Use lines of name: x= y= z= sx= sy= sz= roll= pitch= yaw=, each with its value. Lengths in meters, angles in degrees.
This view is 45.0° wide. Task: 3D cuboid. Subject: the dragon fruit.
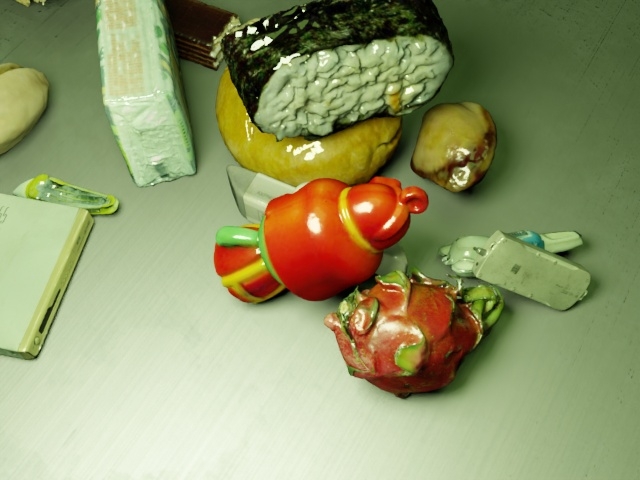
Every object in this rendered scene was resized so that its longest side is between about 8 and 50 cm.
dragon fruit: x=0.143 y=0.113 z=1.144 sx=0.269 sy=0.198 sz=0.200 roll=-40 pitch=110 yaw=-18

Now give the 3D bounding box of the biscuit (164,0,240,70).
biscuit: x=-0.283 y=-0.428 z=1.534 sx=0.252 sy=0.070 sz=0.106 roll=21 pitch=62 yaw=12

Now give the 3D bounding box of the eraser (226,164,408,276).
eraser: x=-0.010 y=-0.031 z=1.289 sx=0.352 sy=0.089 sz=0.061 roll=22 pitch=64 yaw=13

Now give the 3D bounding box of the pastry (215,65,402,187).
pastry: x=-0.016 y=-0.242 z=1.372 sx=0.356 sy=0.163 sz=0.355 roll=1 pitch=63 yaw=-2

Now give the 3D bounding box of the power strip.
power strip: x=0.325 y=0.046 z=1.204 sx=0.227 sy=0.080 sz=0.029 roll=21 pitch=24 yaw=-23

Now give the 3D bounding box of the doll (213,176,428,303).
doll: x=0.000 y=-0.001 z=1.144 sx=0.363 sy=0.183 sz=0.160 roll=-25 pitch=42 yaw=30

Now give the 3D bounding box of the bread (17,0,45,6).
bread: x=-0.633 y=-0.623 z=1.484 sx=0.424 sy=0.328 sz=0.245 roll=16 pitch=20 yaw=35

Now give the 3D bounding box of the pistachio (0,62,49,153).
pistachio: x=-0.567 y=-0.237 z=1.369 sx=0.126 sy=0.152 sz=0.223 roll=15 pitch=45 yaw=10

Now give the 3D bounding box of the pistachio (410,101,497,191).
pistachio: x=0.234 y=-0.156 z=1.344 sx=0.165 sy=0.131 sz=0.210 roll=-35 pitch=34 yaw=27

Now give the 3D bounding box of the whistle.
whistle: x=0.313 y=0.019 z=1.268 sx=0.236 sy=0.077 sz=0.114 roll=-9 pitch=20 yaw=-8

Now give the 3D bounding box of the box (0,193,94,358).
box: x=-0.513 y=0.052 z=1.262 sx=0.211 sy=0.045 sz=0.270 roll=9 pitch=60 yaw=5

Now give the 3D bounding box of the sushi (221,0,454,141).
sushi: x=0.030 y=-0.282 z=1.195 sx=0.350 sy=0.211 sz=0.170 roll=-18 pitch=59 yaw=-13

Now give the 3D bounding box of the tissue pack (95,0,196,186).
tissue pack: x=-0.309 y=-0.286 z=1.359 sx=0.128 sy=0.228 sz=0.310 roll=-11 pitch=59 yaw=-6

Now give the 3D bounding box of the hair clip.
hair clip: x=-0.436 y=-0.077 z=1.345 sx=0.189 sy=0.033 sz=0.060 roll=13 pitch=58 yaw=11
